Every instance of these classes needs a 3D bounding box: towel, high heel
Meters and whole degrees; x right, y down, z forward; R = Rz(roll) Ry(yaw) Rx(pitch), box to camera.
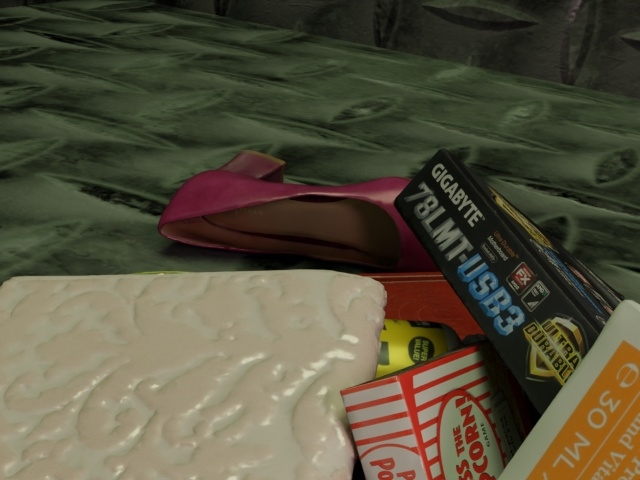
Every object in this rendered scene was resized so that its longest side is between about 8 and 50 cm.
[{"bbox_3d":[-0.127,0.135,0.662,0.317,0.053,0.332,-2,35,12],"label":"towel"},{"bbox_3d":[0.000,0.000,1.166,0.377,0.127,0.181,15,38,27],"label":"high heel"}]

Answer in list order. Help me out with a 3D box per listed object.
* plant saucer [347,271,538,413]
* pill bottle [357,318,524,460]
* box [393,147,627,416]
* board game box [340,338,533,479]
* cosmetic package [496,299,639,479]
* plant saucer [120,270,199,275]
[{"bbox_3d":[0.129,0.093,1.019,0.259,0.048,0.258,-2,23,-17],"label":"plant saucer"},{"bbox_3d":[0.053,0.124,0.823,0.208,0.119,0.119,4,22,-7],"label":"pill bottle"},{"bbox_3d":[0.222,0.084,0.793,0.293,0.073,0.295,31,17,-32],"label":"box"},{"bbox_3d":[0.095,0.151,0.676,0.045,0.147,0.193,-19,-6,30],"label":"board game box"},{"bbox_3d":[0.247,0.235,0.392,0.161,0.230,0.453,31,5,-35],"label":"cosmetic package"},{"bbox_3d":[-0.136,0.094,0.955,0.241,0.037,0.241,5,22,-2],"label":"plant saucer"}]
